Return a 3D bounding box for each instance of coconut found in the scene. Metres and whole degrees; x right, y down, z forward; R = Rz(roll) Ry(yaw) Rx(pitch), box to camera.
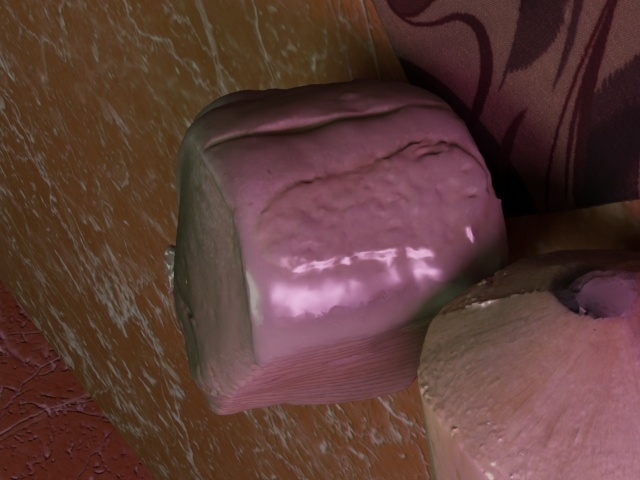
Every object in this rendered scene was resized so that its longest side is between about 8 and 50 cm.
[{"bbox_3d":[0.181,0.117,0.852,0.239,0.239,0.244,41,149,38],"label":"coconut"}]

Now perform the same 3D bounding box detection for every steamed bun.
[{"bbox_3d":[-0.001,-0.003,1.073,0.383,0.247,0.236,115,143,-71],"label":"steamed bun"}]

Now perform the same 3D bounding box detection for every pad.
[{"bbox_3d":[0.149,-0.119,0.921,0.220,0.004,0.330,64,156,-8],"label":"pad"}]
